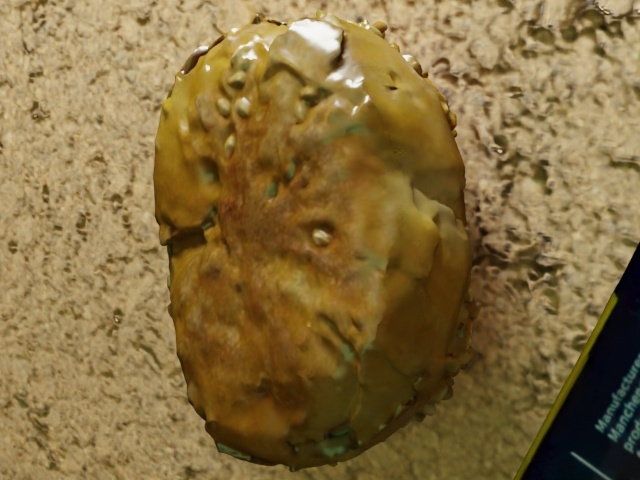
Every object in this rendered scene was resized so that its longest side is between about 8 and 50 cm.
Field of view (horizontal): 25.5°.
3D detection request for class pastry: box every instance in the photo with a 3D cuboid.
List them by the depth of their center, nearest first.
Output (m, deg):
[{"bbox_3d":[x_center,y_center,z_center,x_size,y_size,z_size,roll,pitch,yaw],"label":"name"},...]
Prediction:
[{"bbox_3d":[0.000,0.000,0.985,0.255,0.162,0.311,-12,83,44],"label":"pastry"}]

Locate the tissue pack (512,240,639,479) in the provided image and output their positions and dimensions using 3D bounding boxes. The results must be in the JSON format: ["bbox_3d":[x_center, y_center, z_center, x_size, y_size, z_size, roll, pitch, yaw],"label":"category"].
[{"bbox_3d":[0.259,0.133,0.749,0.264,0.253,0.417,30,99,26],"label":"tissue pack"}]
